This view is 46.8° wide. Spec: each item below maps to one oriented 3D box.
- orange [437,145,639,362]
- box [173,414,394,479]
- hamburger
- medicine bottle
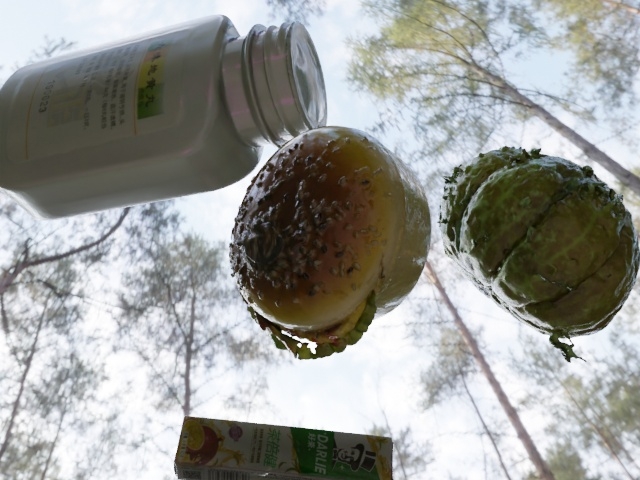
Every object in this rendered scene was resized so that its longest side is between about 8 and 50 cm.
[{"bbox_3d":[0.308,-0.004,1.047,0.223,0.301,0.300,-43,-61,-5],"label":"orange"},{"bbox_3d":[-0.033,0.207,0.700,0.207,0.050,0.041,6,-42,-1],"label":"box"},{"bbox_3d":[0.000,0.000,0.451,0.081,0.126,0.141,9,-69,-45],"label":"hamburger"},{"bbox_3d":[-0.160,-0.127,0.734,0.324,0.179,0.124,-10,-35,18],"label":"medicine bottle"}]
